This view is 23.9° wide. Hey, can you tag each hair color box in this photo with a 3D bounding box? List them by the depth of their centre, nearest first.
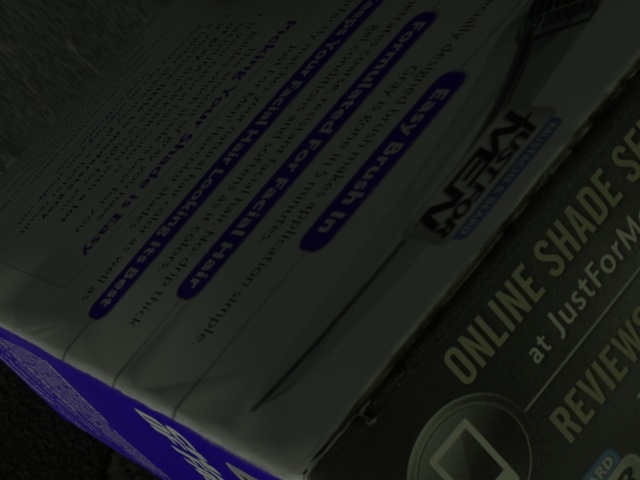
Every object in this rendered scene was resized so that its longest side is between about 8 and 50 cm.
[{"bbox_3d":[0.000,0.000,0.512,0.110,0.185,0.339,48,164,-24],"label":"hair color box"}]
